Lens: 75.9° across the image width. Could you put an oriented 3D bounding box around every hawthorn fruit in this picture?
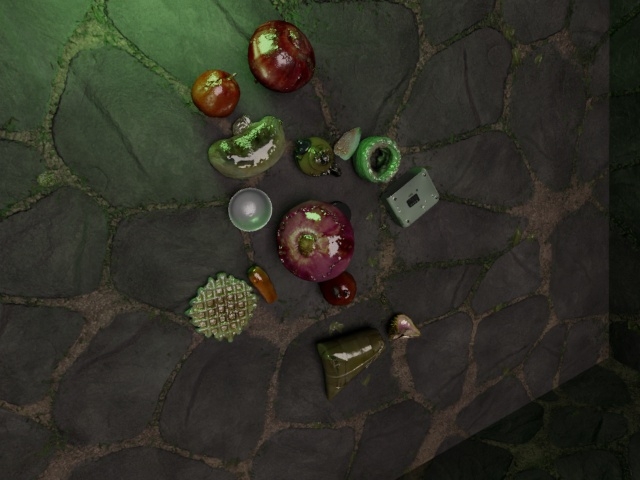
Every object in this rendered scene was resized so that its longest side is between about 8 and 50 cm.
[{"bbox_3d":[0.095,0.232,1.980,0.185,0.202,0.185,-2,99,-14],"label":"hawthorn fruit"},{"bbox_3d":[-0.388,-0.572,1.575,0.200,0.179,0.179,-32,118,26],"label":"hawthorn fruit"}]

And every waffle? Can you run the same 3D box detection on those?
[{"bbox_3d":[-0.443,0.305,1.864,0.292,0.056,0.309,35,89,-26],"label":"waffle"}]

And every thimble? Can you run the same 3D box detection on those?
[{"bbox_3d":[0.261,-0.374,1.912,0.219,0.150,0.219,-5,105,-20],"label":"thimble"}]

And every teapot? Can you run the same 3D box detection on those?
[{"bbox_3d":[-0.005,-0.355,1.793,0.269,0.182,0.173,35,89,-27],"label":"teapot"}]

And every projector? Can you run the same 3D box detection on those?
[{"bbox_3d":[0.451,-0.215,2.052,0.250,0.108,0.198,-39,115,-8],"label":"projector"}]

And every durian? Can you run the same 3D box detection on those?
[{"bbox_3d":[0.447,0.489,2.229,0.182,0.132,0.165,-20,122,-28],"label":"durian"}]

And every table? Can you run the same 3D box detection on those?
[{"bbox_3d":[0.080,-0.120,1.966,0.133,0.043,0.134,-5,105,-20],"label":"table"}]

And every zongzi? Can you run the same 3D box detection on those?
[{"bbox_3d":[0.211,0.632,2.158,0.447,0.181,0.418,-13,122,-17],"label":"zongzi"}]

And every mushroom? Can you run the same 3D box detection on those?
[{"bbox_3d":[-0.292,-0.386,1.701,0.344,0.130,0.248,-23,115,-15],"label":"mushroom"}]

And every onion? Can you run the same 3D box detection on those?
[{"bbox_3d":[-0.147,-0.716,1.605,0.276,0.276,0.276,-6,106,-20],"label":"onion"},{"bbox_3d":[-0.021,-0.006,1.829,0.358,0.345,0.358,1,113,2],"label":"onion"}]

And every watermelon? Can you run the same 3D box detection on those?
[{"bbox_3d":[0.128,-0.443,1.889,0.094,0.081,0.180,44,69,-9],"label":"watermelon"}]

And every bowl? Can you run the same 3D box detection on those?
[{"bbox_3d":[-0.312,-0.138,1.783,0.189,0.086,0.189,-5,104,-20],"label":"bowl"}]

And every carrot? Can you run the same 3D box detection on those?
[{"bbox_3d":[-0.263,0.201,1.895,0.087,0.087,0.193,-38,115,-9],"label":"carrot"}]
